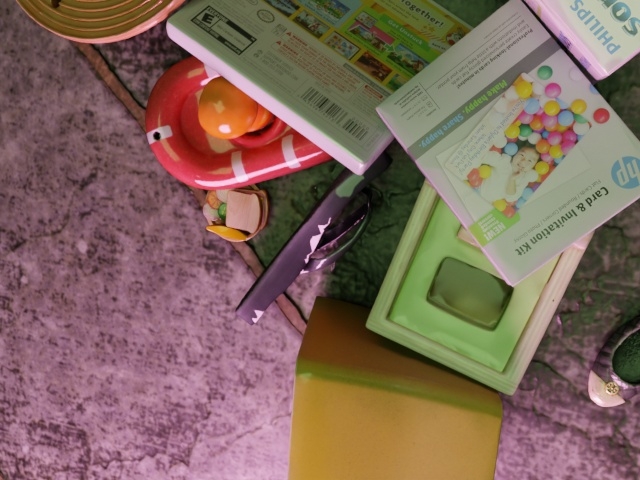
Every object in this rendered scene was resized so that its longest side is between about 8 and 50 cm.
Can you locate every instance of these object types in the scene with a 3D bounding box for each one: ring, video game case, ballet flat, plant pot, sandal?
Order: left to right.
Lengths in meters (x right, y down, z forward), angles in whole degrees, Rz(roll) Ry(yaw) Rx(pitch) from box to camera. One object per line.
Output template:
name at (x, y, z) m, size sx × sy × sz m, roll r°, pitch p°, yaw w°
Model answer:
ring at (-0.196, -0.357, 0.645) m, size 0.336 × 0.032 × 0.337 m, roll 0°, pitch 90°, yaw 28°
sandal at (0.000, 0.000, 0.721) m, size 0.054 × 0.097 × 0.254 m, roll 37°, pitch 119°, yaw -4°
video game case at (0.008, -0.196, 0.641) m, size 0.227 × 0.026 × 0.206 m, roll 37°, pitch 65°, yaw 8°
plant pot at (0.072, 0.191, 0.677) m, size 0.187 × 0.212 × 0.212 m, roll 4°, pitch 102°, yaw 4°
ballet flat at (0.324, 0.098, 0.651) m, size 0.057 × 0.049 × 0.173 m, roll 40°, pitch 109°, yaw 8°

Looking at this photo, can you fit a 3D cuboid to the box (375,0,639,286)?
box at (0.157, -0.079, 0.549) m, size 0.145 × 0.038 × 0.186 m, roll -37°, pitch 82°, yaw 10°

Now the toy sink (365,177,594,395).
toy sink at (0.162, -0.001, 0.641) m, size 0.152 × 0.131 × 0.234 m, roll 25°, pitch 106°, yaw 11°

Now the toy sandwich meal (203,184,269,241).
toy sandwich meal at (-0.099, -0.035, 0.771) m, size 0.085 × 0.029 × 0.086 m, roll 3°, pitch 101°, yaw 17°

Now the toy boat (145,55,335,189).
toy boat at (-0.079, -0.134, 0.682) m, size 0.230 × 0.151 × 0.151 m, roll -14°, pitch 95°, yaw 19°

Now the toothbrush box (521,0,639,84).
toothbrush box at (0.291, -0.258, 0.513) m, size 0.283 × 0.206 × 0.122 m, roll -42°, pitch 86°, yaw 21°
